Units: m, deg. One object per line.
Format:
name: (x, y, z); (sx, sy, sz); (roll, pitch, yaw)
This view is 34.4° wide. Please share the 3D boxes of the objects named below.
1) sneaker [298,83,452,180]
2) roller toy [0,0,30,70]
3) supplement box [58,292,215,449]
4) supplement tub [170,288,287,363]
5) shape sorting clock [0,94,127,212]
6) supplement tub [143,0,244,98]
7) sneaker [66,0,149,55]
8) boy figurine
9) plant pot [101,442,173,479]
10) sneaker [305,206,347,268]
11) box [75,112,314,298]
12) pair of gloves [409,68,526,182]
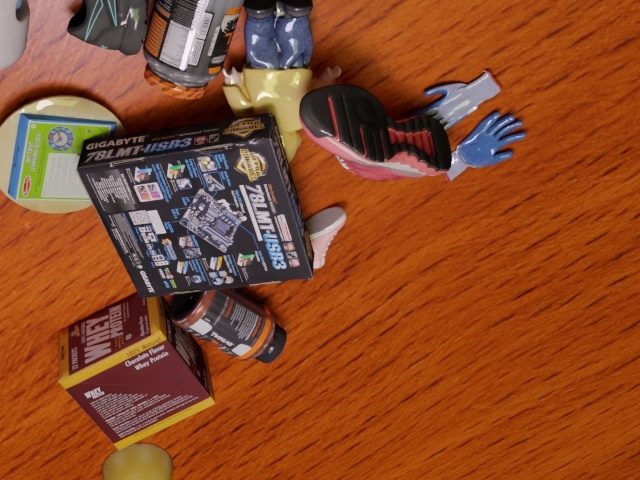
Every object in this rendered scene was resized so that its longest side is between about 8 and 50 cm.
sneaker: (0.063, -0.139, 1.570); (0.136, 0.115, 0.314); (-23, 155, 39)
roller toy: (-0.467, -0.312, 1.309); (0.191, 0.209, 0.146); (-25, 140, -48)
supplement box: (-0.312, 0.215, 1.754); (0.191, 0.129, 0.194); (-26, 127, 5)
supplement tub: (-0.150, 0.137, 1.755); (0.198, 0.106, 0.106); (34, 111, -31)
shape sorting clock: (-0.388, -0.127, 1.548); (0.206, 0.040, 0.206); (-15, 134, -17)
supplement tub: (-0.177, -0.300, 1.435); (0.117, 0.117, 0.190); (10, 122, -21)
sneaker: (-0.270, -0.372, 1.372); (0.106, 0.101, 0.267); (7, 122, -16)
boy figurine: (-0.057, -0.226, 1.534); (0.177, 0.092, 0.285); (-7, 126, -10)
plant pot: (-0.340, 0.462, 1.940); (0.134, 0.095, 0.134); (-7, 126, -9)
sneaker: (0.000, 0.000, 1.733); (0.134, 0.051, 0.070); (-34, 127, 15)
box: (-0.180, -0.044, 1.579); (0.293, 0.073, 0.295); (-9, 134, 9)
pair of gloves: (0.239, -0.186, 1.680); (0.159, 0.023, 0.198); (-32, 126, 9)
